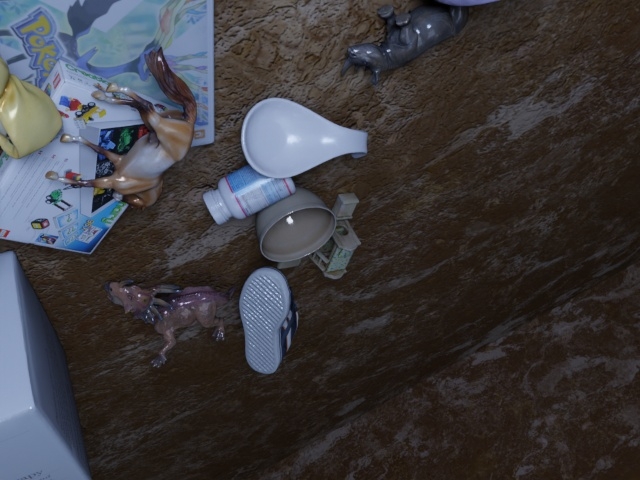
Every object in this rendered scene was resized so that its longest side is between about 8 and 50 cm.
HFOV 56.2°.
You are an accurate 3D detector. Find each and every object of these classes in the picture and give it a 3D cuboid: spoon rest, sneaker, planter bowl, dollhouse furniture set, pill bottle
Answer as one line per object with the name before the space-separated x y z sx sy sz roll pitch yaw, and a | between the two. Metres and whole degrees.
spoon rest | -0.017 -0.180 1.069 0.277 0.084 0.137 -5 98 -37
sneaker | -0.123 0.173 1.473 0.127 0.126 0.321 -57 161 -51
planter bowl | -0.064 -0.049 1.211 0.162 0.109 0.162 -20 146 -14
dollhouse furniture set | 0.000 0.000 1.332 0.161 0.101 0.181 -9 143 -28
pill bottle | -0.133 -0.094 1.118 0.160 0.087 0.087 -27 147 -1

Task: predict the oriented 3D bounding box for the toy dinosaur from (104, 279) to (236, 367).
toy dinosaur | -0.296 0.142 1.301 0.296 0.127 0.200 -16 139 -28

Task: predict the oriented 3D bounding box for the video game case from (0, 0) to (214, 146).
video game case | -0.297 -0.241 0.842 0.300 0.036 0.329 -15 145 -20

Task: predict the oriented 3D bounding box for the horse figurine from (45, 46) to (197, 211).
horse figurine | -0.252 -0.134 0.831 0.175 0.066 0.263 20 127 -42

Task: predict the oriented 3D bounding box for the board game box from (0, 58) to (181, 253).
board game box | -0.365 -0.106 0.898 0.193 0.053 0.305 16 128 -47

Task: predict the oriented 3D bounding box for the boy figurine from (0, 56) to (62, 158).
boy figurine | -0.432 -0.205 0.682 0.285 0.177 0.092 47 64 -43

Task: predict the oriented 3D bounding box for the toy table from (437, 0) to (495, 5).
toy table | 0.216 -0.435 0.784 0.274 0.252 0.161 -23 159 34

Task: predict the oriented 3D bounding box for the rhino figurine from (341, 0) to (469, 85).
rhino figurine | 0.140 -0.340 0.994 0.243 0.073 0.106 -32 144 9

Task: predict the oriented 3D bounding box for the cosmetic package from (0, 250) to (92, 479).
cosmetic package | -0.636 0.291 1.059 0.330 0.327 0.393 -16 145 -17
